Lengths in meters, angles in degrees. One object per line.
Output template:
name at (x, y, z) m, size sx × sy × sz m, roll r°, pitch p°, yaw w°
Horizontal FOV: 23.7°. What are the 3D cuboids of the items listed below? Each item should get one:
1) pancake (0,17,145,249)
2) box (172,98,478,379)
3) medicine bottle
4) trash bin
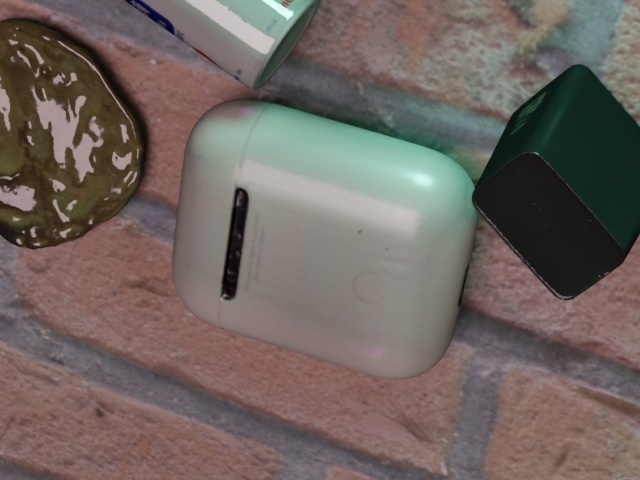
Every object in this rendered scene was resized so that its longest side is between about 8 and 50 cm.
pancake at (-0.348, -0.124, 1.890) m, size 0.294 × 0.049 × 0.295 m, roll 7°, pitch 113°, yaw 18°
box at (0.000, 0.001, 1.754) m, size 0.349 × 0.141 × 0.289 m, roll 17°, pitch 120°, yaw 14°
medicine bottle at (-0.173, -0.313, 1.680) m, size 0.341 × 0.130 × 0.130 m, roll 36°, pitch 122°, yaw 2°
trash bin at (0.257, -0.057, 1.573) m, size 0.165 × 0.225 × 0.115 m, roll 48°, pitch 123°, yaw -5°
